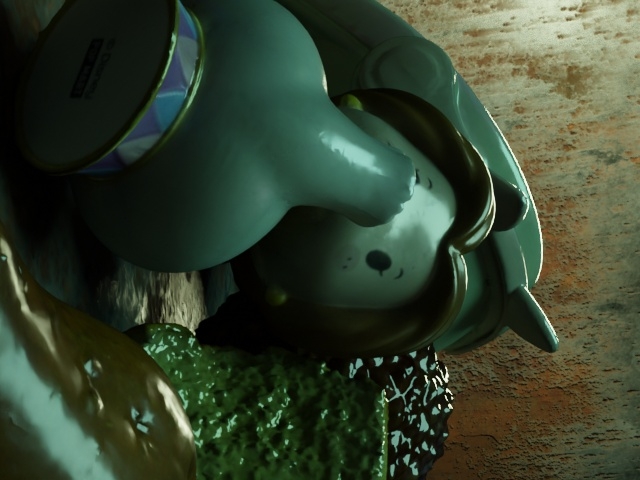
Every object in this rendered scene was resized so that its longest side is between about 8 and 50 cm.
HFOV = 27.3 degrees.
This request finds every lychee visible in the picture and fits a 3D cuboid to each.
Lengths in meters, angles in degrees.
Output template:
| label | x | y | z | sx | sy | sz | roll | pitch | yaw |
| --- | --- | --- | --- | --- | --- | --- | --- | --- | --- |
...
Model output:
| label | x | y | z | sx | sy | sz | roll | pitch | yaw |
| --- | --- | --- | --- | --- | --- | --- | --- | --- | --- |
| lychee | -0.010 | 0.116 | 0.825 | 0.188 | 0.188 | 0.188 | -5 | 90 | -84 |

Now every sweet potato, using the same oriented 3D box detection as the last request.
| label | x | y | z | sx | sy | sz | roll | pitch | yaw |
| --- | --- | --- | --- | --- | --- | --- | --- | --- | --- |
| sweet potato | -0.091 | 0.076 | 0.405 | 0.359 | 0.112 | 0.112 | 82 | 6 | -51 |

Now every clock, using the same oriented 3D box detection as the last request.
| label | x | y | z | sx | sy | sz | roll | pitch | yaw |
| --- | --- | --- | --- | --- | --- | --- | --- | --- | --- |
| clock | 0.037 | -0.038 | 0.917 | 0.324 | 0.109 | 0.265 | 38 | -25 | 48 |

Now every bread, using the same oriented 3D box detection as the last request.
| label | x | y | z | sx | sy | sz | roll | pitch | yaw |
| --- | --- | --- | --- | --- | --- | --- | --- | --- | --- |
| bread | -0.046 | 0.108 | 0.673 | 0.125 | 0.156 | 0.086 | 120 | -20 | -49 |

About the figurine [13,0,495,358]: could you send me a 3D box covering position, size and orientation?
| label | x | y | z | sx | sy | sz | roll | pitch | yaw |
| --- | --- | --- | --- | --- | --- | --- | --- | --- | --- |
| figurine | -0.018 | -0.029 | 0.646 | 0.263 | 0.189 | 0.142 | 30 | 81 | -45 |
